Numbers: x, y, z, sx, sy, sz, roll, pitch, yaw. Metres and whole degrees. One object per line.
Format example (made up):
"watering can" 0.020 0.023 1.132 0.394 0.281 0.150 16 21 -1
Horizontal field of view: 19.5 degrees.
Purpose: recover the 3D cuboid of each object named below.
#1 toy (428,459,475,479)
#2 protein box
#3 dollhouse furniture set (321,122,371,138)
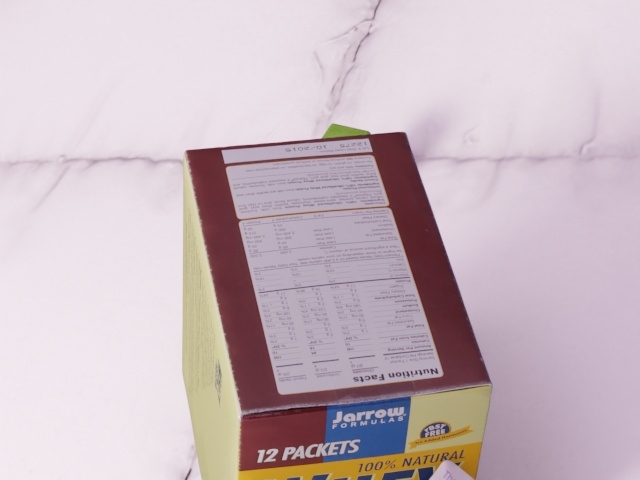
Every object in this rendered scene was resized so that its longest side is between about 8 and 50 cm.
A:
"toy" 0.054 0.252 0.971 0.237 0.137 0.056 -53 24 -8
"protein box" 0.000 0.080 1.077 0.136 0.200 0.201 -6 46 -10
"dollhouse furniture set" 0.000 0.000 1.268 0.076 0.058 0.152 17 69 44
